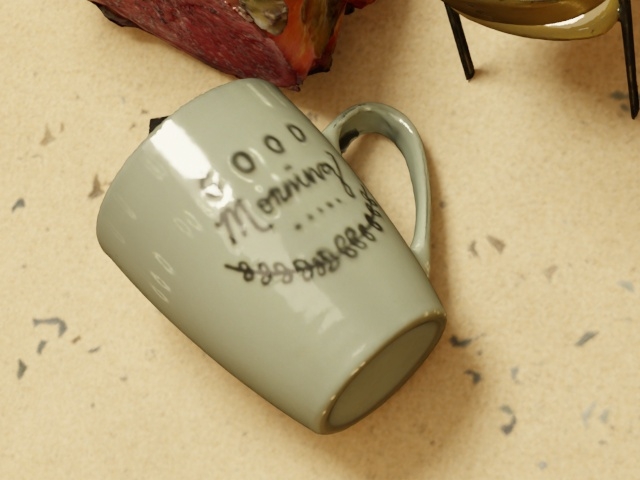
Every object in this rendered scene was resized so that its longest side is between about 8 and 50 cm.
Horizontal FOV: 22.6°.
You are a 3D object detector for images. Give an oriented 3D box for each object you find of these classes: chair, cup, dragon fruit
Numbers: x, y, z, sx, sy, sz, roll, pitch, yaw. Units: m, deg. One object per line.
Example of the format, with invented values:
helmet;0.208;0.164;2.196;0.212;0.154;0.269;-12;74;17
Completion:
chair;0.163;-0.201;1.178;0.158;0.247;0.172;17;79;25
cup;0.000;0.000;1.233;0.258;0.186;0.234;-37;69;-24
dragon fruit;-0.080;-0.304;1.287;0.314;0.296;0.263;28;81;18

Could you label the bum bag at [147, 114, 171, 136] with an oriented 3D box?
bum bag;-0.131;-0.052;1.361;0.058;0.034;0.124;-1;72;31
